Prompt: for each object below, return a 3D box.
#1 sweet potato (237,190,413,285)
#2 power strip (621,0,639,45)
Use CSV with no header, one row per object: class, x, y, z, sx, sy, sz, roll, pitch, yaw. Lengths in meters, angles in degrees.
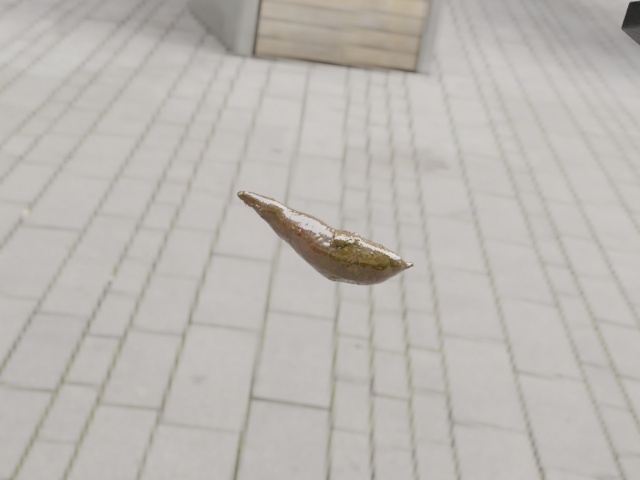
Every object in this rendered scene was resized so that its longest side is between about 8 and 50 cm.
sweet potato,-0.001,0.006,1.680,0.226,0.068,0.068,24,17,-4
power strip,0.291,-0.175,1.143,0.038,0.029,0.111,30,-16,-33
